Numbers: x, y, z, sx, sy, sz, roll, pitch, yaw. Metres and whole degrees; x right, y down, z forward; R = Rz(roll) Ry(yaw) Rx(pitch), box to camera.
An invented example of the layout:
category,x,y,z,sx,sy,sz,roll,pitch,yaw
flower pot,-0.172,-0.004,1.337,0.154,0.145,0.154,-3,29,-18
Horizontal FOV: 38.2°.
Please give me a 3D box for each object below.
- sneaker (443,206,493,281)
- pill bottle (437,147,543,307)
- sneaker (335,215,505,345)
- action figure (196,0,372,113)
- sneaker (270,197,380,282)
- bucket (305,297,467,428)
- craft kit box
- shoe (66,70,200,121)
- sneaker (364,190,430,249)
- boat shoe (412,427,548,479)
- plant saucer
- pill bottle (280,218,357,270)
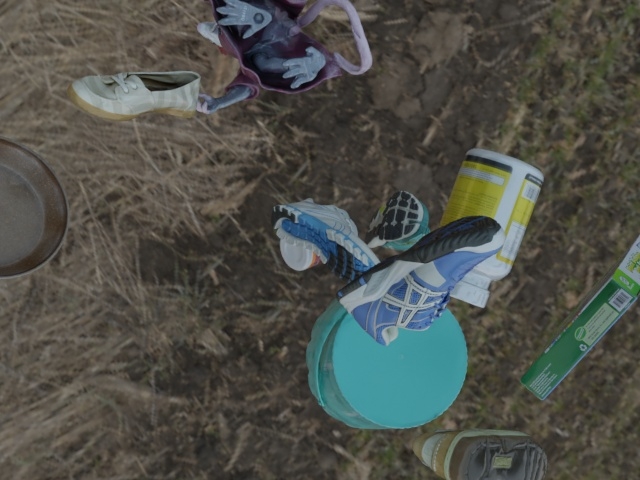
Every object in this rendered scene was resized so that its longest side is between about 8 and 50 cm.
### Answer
category,x,y,z,sx,sy,sz,roll,pitch,yaw
sneaker,0.228,0.010,1.759,0.226,0.086,0.163,-12,123,20
pill bottle,0.201,-0.015,1.154,0.103,0.103,0.184,20,90,-42
sneaker,0.112,0.041,0.954,0.211,0.081,0.080,-32,180,42
action figure,-0.112,-0.359,1.528,0.276,0.370,0.248,-18,106,-9
sneaker,0.023,-0.010,1.264,0.083,0.191,0.071,-29,140,-36
bucket,0.117,0.205,1.640,0.281,0.183,0.281,2,82,-12
craft kit box,0.460,0.124,1.556,0.247,0.061,0.249,-26,154,-56
shoe,-0.242,-0.202,1.229,0.219,0.076,0.058,-10,139,-55
sneaker,0.176,-0.032,1.898,0.110,0.275,0.107,17,81,-9
boat shoe,0.152,0.204,0.877,0.190,0.072,0.068,31,75,-49
plant saucer,-0.420,-0.040,1.170,0.199,0.198,0.036,0,160,-36
pill bottle,0.000,0.000,1.833,0.152,0.086,0.086,-21,130,-42
